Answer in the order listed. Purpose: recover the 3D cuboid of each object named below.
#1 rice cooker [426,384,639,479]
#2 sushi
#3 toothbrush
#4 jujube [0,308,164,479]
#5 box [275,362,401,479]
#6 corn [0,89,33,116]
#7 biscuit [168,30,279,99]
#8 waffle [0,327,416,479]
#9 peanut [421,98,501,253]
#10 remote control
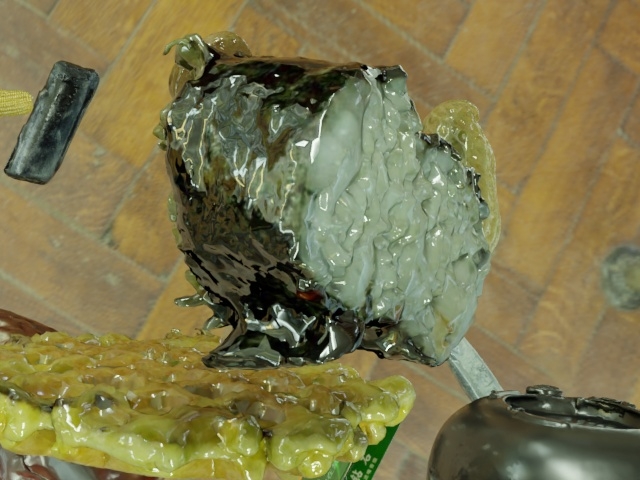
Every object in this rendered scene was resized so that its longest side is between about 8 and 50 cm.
[{"bbox_3d":[0.209,0.252,1.041,0.267,0.267,0.225,3,93,-23],"label":"rice cooker"},{"bbox_3d":[0.000,0.000,0.588,0.212,0.115,0.147,31,65,-60],"label":"sushi"},{"bbox_3d":[0.111,0.074,1.228,0.035,0.042,0.413,-36,87,6],"label":"toothbrush"},{"bbox_3d":[-0.296,0.190,1.210,0.290,0.197,0.197,36,70,5],"label":"jujube"},{"bbox_3d":[0.004,0.204,1.248,0.034,0.235,0.132,28,88,-19],"label":"box"},{"bbox_3d":[-0.411,-0.175,1.515,0.092,0.037,0.037,-3,84,-19],"label":"corn"},{"bbox_3d":[-0.109,-0.162,1.667,0.208,0.041,0.290,-34,129,-10],"label":"biscuit"},{"bbox_3d":[-0.100,0.104,0.796,0.300,0.281,0.058,6,96,20],"label":"waffle"},{"bbox_3d":[0.153,-0.064,1.333,0.083,0.093,0.194,13,65,-49],"label":"peanut"},{"bbox_3d":[-0.187,-0.080,0.835,0.039,0.014,0.096,12,115,-42],"label":"remote control"}]
